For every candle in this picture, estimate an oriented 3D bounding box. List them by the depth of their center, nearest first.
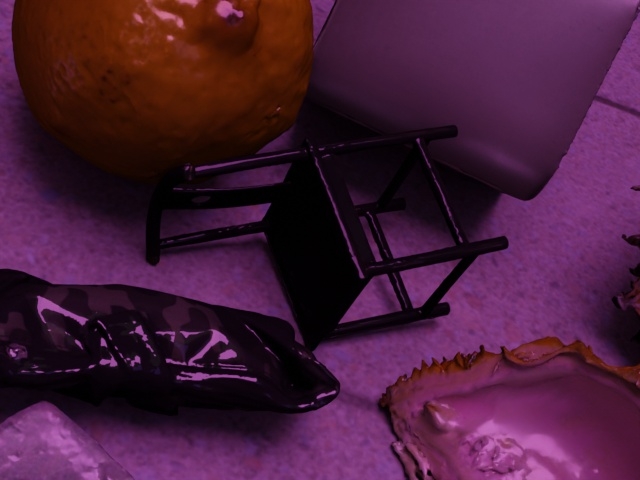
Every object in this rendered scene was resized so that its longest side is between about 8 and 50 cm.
[{"bbox_3d":[-0.197,0.196,0.792,0.192,0.068,0.168,10,46,-20],"label":"candle"}]

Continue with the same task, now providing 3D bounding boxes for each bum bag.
[{"bbox_3d":[-0.150,0.081,0.884,0.341,0.095,0.144,8,10,-23],"label":"bum bag"}]

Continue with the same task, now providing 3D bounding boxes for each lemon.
[{"bbox_3d":[-0.134,-0.170,0.990,0.284,0.260,0.260,11,33,39],"label":"lemon"}]

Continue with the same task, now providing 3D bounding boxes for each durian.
[{"bbox_3d":[0.214,0.179,0.912,0.186,0.195,0.305,-8,54,-38],"label":"durian"}]

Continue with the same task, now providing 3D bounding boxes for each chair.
[{"bbox_3d":[0.000,0.000,0.980,0.260,0.154,0.141,-10,65,-25],"label":"chair"}]

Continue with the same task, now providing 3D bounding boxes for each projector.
[{"bbox_3d":[0.138,-0.203,1.122,0.249,0.248,0.248,25,8,-3],"label":"projector"}]

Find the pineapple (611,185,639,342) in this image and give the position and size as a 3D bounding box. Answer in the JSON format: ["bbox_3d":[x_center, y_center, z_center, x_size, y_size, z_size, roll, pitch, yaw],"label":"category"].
[{"bbox_3d":[0.473,0.014,1.061,0.352,0.352,0.300,44,47,15],"label":"pineapple"}]
